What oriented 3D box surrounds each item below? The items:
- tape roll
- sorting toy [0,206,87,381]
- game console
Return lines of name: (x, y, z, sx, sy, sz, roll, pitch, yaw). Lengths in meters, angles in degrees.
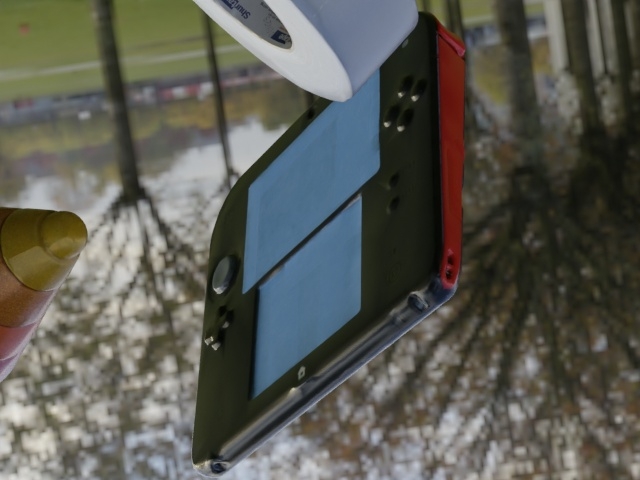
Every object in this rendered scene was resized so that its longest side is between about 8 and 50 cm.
tape roll: (-0.039, -0.193, 1.055, 0.072, 0.219, 0.219, -48, -166, -7)
sorting toy: (-0.239, 0.050, 0.778, 0.126, 0.127, 0.365, -25, -177, 34)
game console: (0.000, 0.000, 1.432, 0.060, 0.342, 0.386, 27, 135, -22)
